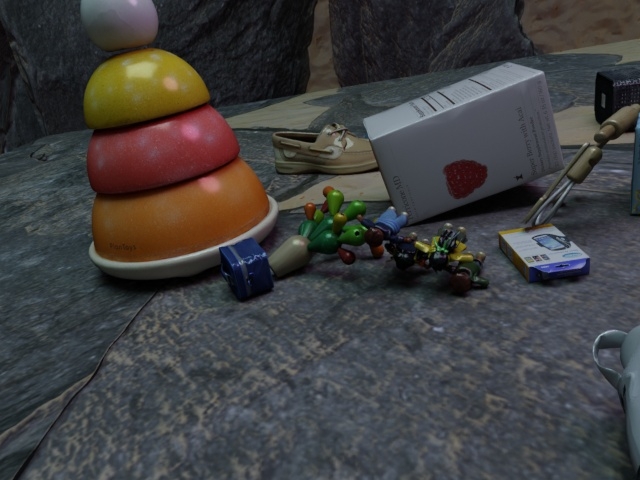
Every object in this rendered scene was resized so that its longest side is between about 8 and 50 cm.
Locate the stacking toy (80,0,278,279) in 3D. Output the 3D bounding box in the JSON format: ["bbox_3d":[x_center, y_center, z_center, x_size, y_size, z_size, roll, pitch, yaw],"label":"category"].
[{"bbox_3d":[-0.280,-0.202,0.916,0.351,0.479,0.350,-8,23,4],"label":"stacking toy"}]

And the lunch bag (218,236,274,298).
[{"bbox_3d":[-0.116,0.044,0.800,0.065,0.067,0.098,-18,25,-18],"label":"lunch bag"}]

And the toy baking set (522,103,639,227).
[{"bbox_3d":[0.402,-0.107,0.811,0.030,0.196,0.256,40,43,22],"label":"toy baking set"}]

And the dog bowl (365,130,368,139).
[{"bbox_3d":[0.208,-0.301,1.468,0.166,0.074,0.297,-3,23,17],"label":"dog bowl"}]

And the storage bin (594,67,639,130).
[{"bbox_3d":[0.723,-0.339,1.276,0.084,0.122,0.180,-4,24,15],"label":"storage bin"}]

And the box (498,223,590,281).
[{"bbox_3d":[0.308,0.018,0.736,0.081,0.028,0.136,-9,25,3],"label":"box"}]

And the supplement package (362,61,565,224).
[{"bbox_3d":[0.246,-0.175,0.959,0.293,0.177,0.175,-20,22,9],"label":"supplement package"}]

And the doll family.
[{"bbox_3d":[0.138,0.009,0.728,0.193,0.076,0.111,14,29,23],"label":"doll family"}]

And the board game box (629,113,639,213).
[{"bbox_3d":[0.621,-0.121,0.782,0.275,0.142,0.144,5,28,32],"label":"board game box"}]

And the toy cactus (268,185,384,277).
[{"bbox_3d":[0.000,0.000,0.849,0.181,0.112,0.219,-35,30,-8],"label":"toy cactus"}]

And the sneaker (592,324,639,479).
[{"bbox_3d":[0.381,0.108,0.348,0.366,0.137,0.210,-8,25,13],"label":"sneaker"}]

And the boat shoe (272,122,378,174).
[{"bbox_3d":[0.028,-0.234,1.337,0.341,0.110,0.121,0,25,23],"label":"boat shoe"}]
